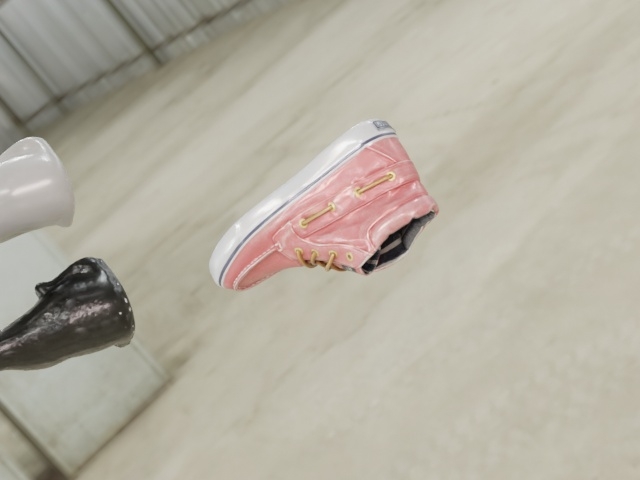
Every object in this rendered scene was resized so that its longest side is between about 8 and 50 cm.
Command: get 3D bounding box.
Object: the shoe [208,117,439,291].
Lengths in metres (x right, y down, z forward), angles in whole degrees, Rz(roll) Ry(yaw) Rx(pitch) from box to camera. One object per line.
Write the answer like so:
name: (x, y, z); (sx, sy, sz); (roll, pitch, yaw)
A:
shoe: (0.000, 0.000, 0.949); (0.178, 0.081, 0.063); (-41, -21, 24)

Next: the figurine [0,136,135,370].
figurine: (-0.307, 0.033, 1.233); (0.209, 0.215, 0.092); (-22, -15, -23)
